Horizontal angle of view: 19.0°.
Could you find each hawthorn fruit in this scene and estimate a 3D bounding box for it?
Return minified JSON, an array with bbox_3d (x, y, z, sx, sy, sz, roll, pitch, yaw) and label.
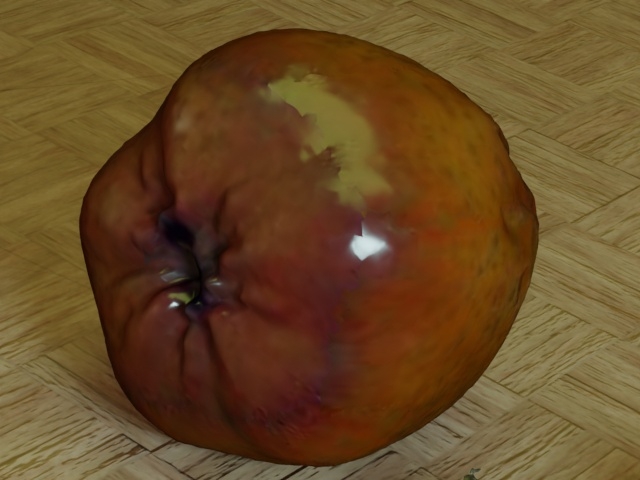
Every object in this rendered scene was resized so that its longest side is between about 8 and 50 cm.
[{"bbox_3d":[0.000,0.000,1.950,0.471,0.472,0.472,7,29,-4],"label":"hawthorn fruit"}]

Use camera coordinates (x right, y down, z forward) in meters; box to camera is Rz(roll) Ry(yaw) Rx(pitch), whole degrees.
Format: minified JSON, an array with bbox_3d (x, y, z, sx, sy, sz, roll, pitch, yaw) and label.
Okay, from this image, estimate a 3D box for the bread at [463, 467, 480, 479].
[{"bbox_3d":[0.148,0.310,1.744,0.127,0.147,0.152,24,36,2],"label":"bread"}]
